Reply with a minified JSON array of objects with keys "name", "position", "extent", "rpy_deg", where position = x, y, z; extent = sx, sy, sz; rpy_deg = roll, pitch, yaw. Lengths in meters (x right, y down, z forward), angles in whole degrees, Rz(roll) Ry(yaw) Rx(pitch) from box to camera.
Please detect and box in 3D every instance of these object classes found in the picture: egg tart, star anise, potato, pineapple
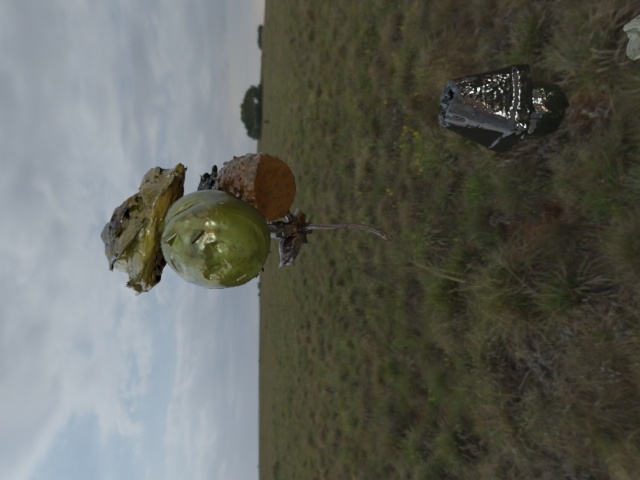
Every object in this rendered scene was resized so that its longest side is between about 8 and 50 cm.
[{"name":"egg tart","position":[-0.343,-0.031,0.832],"extent":[0.297,0.132,0.297],"rpy_deg":[-159,90,-75]},{"name":"star anise","position":[0.000,0.000,0.937],"extent":[0.227,0.218,0.148],"rpy_deg":[8,97,53]},{"name":"potato","position":[-0.161,0.002,0.662],"extent":[0.143,0.169,0.248],"rpy_deg":[-61,18,-11]},{"name":"pineapple","position":[-0.192,-0.113,0.965],"extent":[0.279,0.158,0.158],"rpy_deg":[4,93,42]}]

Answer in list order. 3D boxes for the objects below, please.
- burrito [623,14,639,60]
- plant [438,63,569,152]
[{"name":"burrito","position":[0.555,-0.337,0.563],"extent":[0.275,0.059,0.082],"rpy_deg":[-21,101,41]},{"name":"plant","position":[0.389,-0.283,0.924],"extent":[0.142,0.256,0.164],"rpy_deg":[76,-159,-81]}]
